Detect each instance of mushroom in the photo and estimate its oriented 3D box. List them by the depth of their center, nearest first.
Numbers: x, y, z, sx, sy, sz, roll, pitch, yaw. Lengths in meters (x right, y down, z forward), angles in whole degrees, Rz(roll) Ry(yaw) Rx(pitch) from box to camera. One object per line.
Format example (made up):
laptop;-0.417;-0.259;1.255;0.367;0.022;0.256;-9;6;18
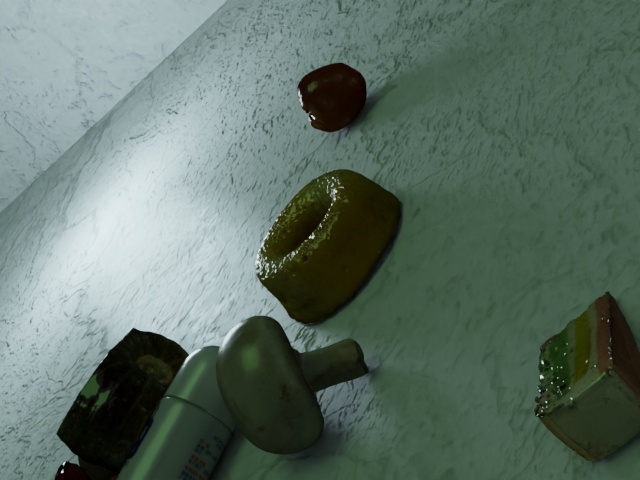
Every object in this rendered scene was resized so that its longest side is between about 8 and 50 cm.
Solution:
mushroom;-0.038;0.195;1.613;0.215;0.207;0.207;-20;25;-6

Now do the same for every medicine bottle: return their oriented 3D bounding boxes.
medicine bottle;-0.220;0.324;1.786;0.130;0.130;0.341;-8;49;57

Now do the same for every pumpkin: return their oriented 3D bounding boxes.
pumpkin;-0.340;0.286;1.932;0.221;0.139;0.317;-59;3;16

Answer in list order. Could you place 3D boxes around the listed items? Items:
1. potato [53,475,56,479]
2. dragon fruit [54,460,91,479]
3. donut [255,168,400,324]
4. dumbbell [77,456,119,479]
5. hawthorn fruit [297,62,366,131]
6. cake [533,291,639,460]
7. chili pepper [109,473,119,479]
potato;-0.478;0.487;2.070;0.091;0.070;0.138;-57;8;52
dragon fruit;-0.402;0.512;1.809;0.282;0.100;0.343;-109;32;-83
donut;0.001;-0.002;1.885;0.277;0.108;0.277;-39;26;24
dumbbell;-0.444;0.464;1.986;0.231;0.092;0.082;-48;-10;-22
hawthorn fruit;0.028;-0.287;2.226;0.138;0.133;0.133;-29;28;8
cake;0.304;0.150;1.242;0.109;0.090;0.225;-44;7;21
chili pepper;-0.325;0.466;1.857;0.088;0.065;0.169;-42;29;21
